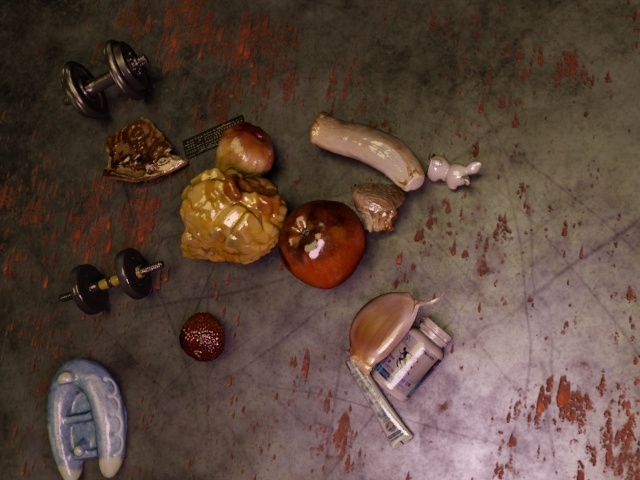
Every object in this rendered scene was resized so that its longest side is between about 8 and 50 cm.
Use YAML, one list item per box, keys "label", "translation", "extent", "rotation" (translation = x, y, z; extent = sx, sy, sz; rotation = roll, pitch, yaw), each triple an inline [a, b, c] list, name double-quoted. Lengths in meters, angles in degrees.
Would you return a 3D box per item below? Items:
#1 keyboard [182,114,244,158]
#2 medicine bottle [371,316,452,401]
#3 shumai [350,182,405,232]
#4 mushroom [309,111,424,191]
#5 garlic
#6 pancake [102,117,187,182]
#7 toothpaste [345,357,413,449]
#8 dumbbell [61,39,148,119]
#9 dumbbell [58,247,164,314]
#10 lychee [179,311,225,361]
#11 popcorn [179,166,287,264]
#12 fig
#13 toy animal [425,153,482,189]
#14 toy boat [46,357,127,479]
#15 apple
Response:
- label: "keyboard"
  translation: [-0.303, -0.296, 2.041]
  extent: [0.198, 0.010, 0.063]
  rotation: [-22, 69, 12]
- label: "medicine bottle"
  translation: [0.218, 0.276, 1.676]
  extent: [0.107, 0.107, 0.191]
  rotation: [41, 92, 22]
- label: "shumai"
  translation: [0.140, -0.078, 1.796]
  extent: [0.145, 0.145, 0.116]
  rotation: [19, 122, 21]
- label: "mushroom"
  translation: [0.121, -0.233, 1.838]
  extent: [0.351, 0.095, 0.123]
  rotation: [30, 61, 26]
- label: "garlic"
  translation: [0.167, 0.184, 1.695]
  extent: [0.148, 0.128, 0.266]
  rotation: [44, 102, 31]
- label: "pancake"
  translation: [-0.532, -0.237, 2.080]
  extent: [0.212, 0.056, 0.257]
  rotation: [-44, 60, -4]
- label: "toothpaste"
  translation: [0.136, 0.384, 1.715]
  extent: [0.062, 0.039, 0.239]
  rotation: [-37, 70, 11]
- label: "dumbbell"
  translation: [-0.632, -0.469, 2.095]
  extent: [0.290, 0.192, 0.192]
  rotation: [-24, 71, 11]
- label: "dumbbell"
  translation: [-0.574, 0.113, 1.959]
  extent: [0.325, 0.143, 0.143]
  rotation: [-19, 72, 13]
- label: "lychee"
  translation: [-0.305, 0.247, 1.853]
  extent: [0.123, 0.123, 0.129]
  rotation: [-1, 68, 18]
- label: "popcorn"
  translation: [-0.245, -0.051, 1.833]
  extent: [0.332, 0.265, 0.225]
  rotation: [-30, 27, 33]
- label: "fig"
  translation: [-0.231, -0.192, 1.938]
  extent: [0.159, 0.159, 0.257]
  rotation: [45, 113, 22]
- label: "toy animal"
  translation: [0.327, -0.171, 1.771]
  extent: [0.124, 0.085, 0.071]
  rotation: [26, 69, 17]
- label: "toy boat"
  translation: [-0.639, 0.475, 1.904]
  extent: [0.215, 0.123, 0.330]
  rotation: [-12, 75, 17]
- label: "apple"
  translation: [0.000, 0.000, 1.761]
  extent: [0.230, 0.230, 0.230]
  rotation: [-4, 76, 17]
